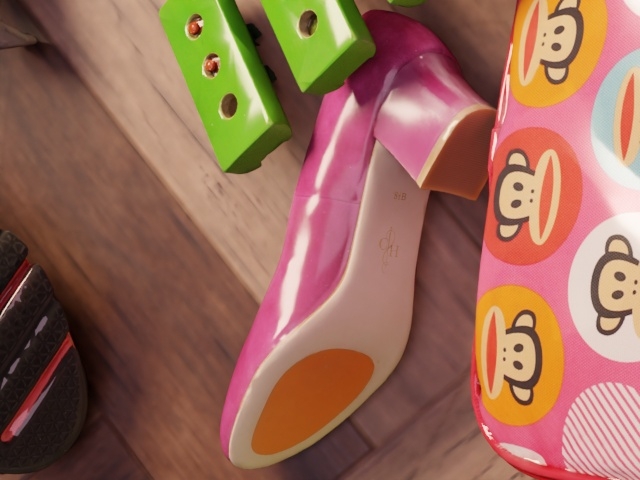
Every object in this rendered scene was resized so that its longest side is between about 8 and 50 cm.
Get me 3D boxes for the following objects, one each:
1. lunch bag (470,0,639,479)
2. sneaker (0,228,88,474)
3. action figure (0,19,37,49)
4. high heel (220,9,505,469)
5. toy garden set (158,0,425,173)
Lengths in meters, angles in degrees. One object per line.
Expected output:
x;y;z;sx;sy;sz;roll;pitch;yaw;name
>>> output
0.194;-0.023;0.633;0.258;0.120;0.293;6;89;51;lunch bag
-0.255;0.005;0.825;0.314;0.136;0.116;41;80;-11;sneaker
-0.222;-0.263;0.778;0.341;0.178;0.330;2;101;18;action figure
0.000;0.000;0.783;0.117;0.082;0.244;52;123;45;high heel
0.004;-0.185;0.753;0.244;0.049;0.204;-42;60;35;toy garden set
